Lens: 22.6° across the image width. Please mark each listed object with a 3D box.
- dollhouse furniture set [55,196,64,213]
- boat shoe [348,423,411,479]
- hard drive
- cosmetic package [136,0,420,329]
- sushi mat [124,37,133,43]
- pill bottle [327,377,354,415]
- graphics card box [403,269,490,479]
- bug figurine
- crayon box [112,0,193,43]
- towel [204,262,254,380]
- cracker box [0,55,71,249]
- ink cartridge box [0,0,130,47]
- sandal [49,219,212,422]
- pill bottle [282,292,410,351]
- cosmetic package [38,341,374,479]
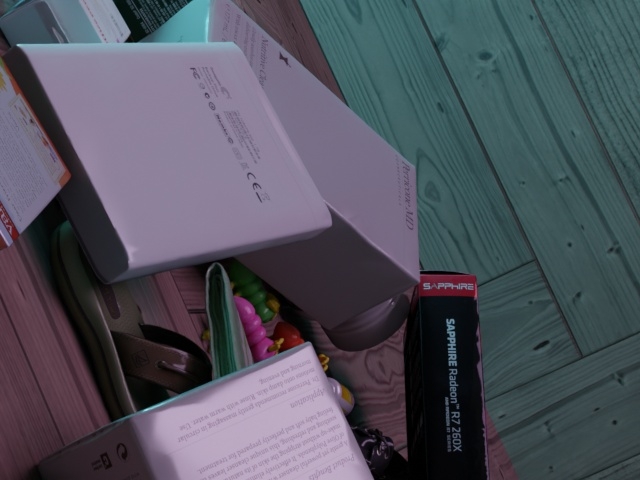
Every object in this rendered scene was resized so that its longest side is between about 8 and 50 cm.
[{"bbox_3d":[-0.217,-0.029,1.563,0.151,0.059,0.076,61,11,-19],"label":"dollhouse furniture set"},{"bbox_3d":[0.066,0.288,2.160,0.228,0.076,0.080,51,17,-54],"label":"boat shoe"},{"bbox_3d":[-0.143,-0.088,1.580,0.353,0.047,0.233,-12,72,-59],"label":"hard drive"},{"bbox_3d":[-0.054,-0.089,1.925,0.385,0.156,0.217,36,36,-34],"label":"cosmetic package"},{"bbox_3d":[-0.194,-0.124,2.020,0.316,0.019,0.151,63,9,-9],"label":"sushi mat"},{"bbox_3d":[0.014,0.211,2.176,0.083,0.043,0.043,46,21,-62],"label":"pill bottle"},{"bbox_3d":[0.174,0.257,2.257,0.232,0.094,0.370,96,-5,-59],"label":"graphics card box"},{"bbox_3d":[-0.060,0.136,1.912,0.216,0.072,0.279,61,11,-18],"label":"bug figurine"},{"bbox_3d":[-0.218,-0.342,2.133,0.363,0.106,0.313,59,5,-29],"label":"crayon box"},{"bbox_3d":[-0.063,0.219,1.540,0.248,0.038,0.324,-100,178,-45],"label":"towel"},{"bbox_3d":[-0.289,-0.077,1.296,0.155,0.067,0.232,61,10,-12],"label":"cracker box"},{"bbox_3d":[-0.268,-0.221,1.677,0.092,0.090,0.143,61,12,-15],"label":"ink cartridge box"},{"bbox_3d":[-0.152,0.110,1.470,0.302,0.086,0.120,65,10,-2],"label":"sandal"},{"bbox_3d":[0.000,0.000,2.243,0.318,0.176,0.176,58,12,-30],"label":"pill bottle"},{"bbox_3d":[-0.038,0.287,1.224,0.197,0.155,0.365,-18,83,-42],"label":"cosmetic package"}]
